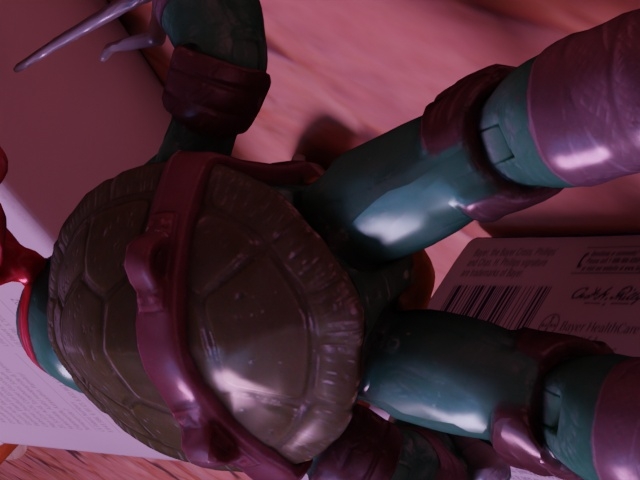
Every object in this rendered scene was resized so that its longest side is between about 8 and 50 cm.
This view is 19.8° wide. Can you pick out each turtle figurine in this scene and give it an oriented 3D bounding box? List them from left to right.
[{"bbox_3d":[0.001,0.009,0.439,0.234,0.118,0.175,-2,121,43],"label":"turtle figurine"}]

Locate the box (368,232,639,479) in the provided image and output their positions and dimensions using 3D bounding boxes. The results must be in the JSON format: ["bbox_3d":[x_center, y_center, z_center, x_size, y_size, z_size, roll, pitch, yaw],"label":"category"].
[{"bbox_3d":[0.108,0.064,0.543,0.137,0.072,0.126,40,161,-23],"label":"box"}]

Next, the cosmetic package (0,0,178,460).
[{"bbox_3d":[-0.205,-0.042,0.612,0.284,0.097,0.377,0,152,18],"label":"cosmetic package"}]

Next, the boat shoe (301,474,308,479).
[{"bbox_3d":[0.058,0.153,0.908,0.083,0.065,0.183,22,160,35],"label":"boat shoe"}]

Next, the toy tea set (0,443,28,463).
[{"bbox_3d":[-0.398,0.094,1.550,0.336,0.124,0.200,38,133,-10],"label":"toy tea set"}]

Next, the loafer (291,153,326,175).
[{"bbox_3d":[0.000,0.000,0.623,0.039,0.045,0.125,15,171,-3],"label":"loafer"}]
